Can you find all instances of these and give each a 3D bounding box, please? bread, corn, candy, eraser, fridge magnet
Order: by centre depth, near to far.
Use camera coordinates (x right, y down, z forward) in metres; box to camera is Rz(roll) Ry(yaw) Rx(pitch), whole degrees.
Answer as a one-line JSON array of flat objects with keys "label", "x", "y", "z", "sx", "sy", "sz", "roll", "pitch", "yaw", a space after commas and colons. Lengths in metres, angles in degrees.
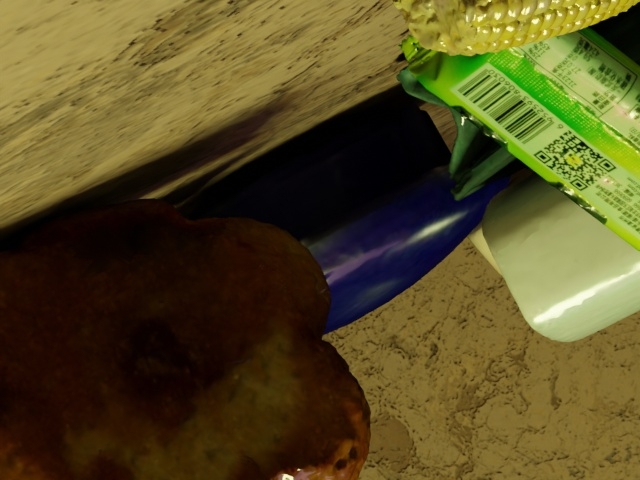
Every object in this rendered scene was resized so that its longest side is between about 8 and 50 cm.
[{"label": "corn", "x": 0.104, "y": -0.114, "z": 0.701, "sx": 0.165, "sy": 0.063, "sz": 0.085, "roll": -25, "pitch": -160, "yaw": -23}, {"label": "candy", "x": 0.128, "y": -0.059, "z": 0.916, "sx": 0.102, "sy": 0.178, "sz": 0.032, "roll": -40, "pitch": -163, "yaw": 52}, {"label": "bread", "x": -0.090, "y": 0.089, "z": 0.928, "sx": 0.247, "sy": 0.232, "sz": 0.135, "roll": -18, "pitch": 160, "yaw": -28}, {"label": "eraser", "x": 0.244, "y": -0.049, "z": 1.067, "sx": 0.290, "sy": 0.104, "sz": 0.189, "roll": -29, "pitch": 179, "yaw": 17}, {"label": "fridge magnet", "x": 0.000, "y": 0.000, "z": 1.234, "sx": 0.265, "sy": 0.112, "sz": 0.265, "roll": -29, "pitch": 177, "yaw": -1}]

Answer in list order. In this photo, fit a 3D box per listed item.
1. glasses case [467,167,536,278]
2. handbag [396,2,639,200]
[{"label": "glasses case", "x": 0.241, "y": -0.096, "z": 1.304, "sx": 0.336, "sy": 0.076, "sz": 0.144, "roll": -43, "pitch": -175, "yaw": 3}, {"label": "handbag", "x": 0.213, "y": -0.139, "z": 1.054, "sx": 0.326, "sy": 0.089, "sz": 0.238, "roll": -24, "pitch": 175, "yaw": -41}]
